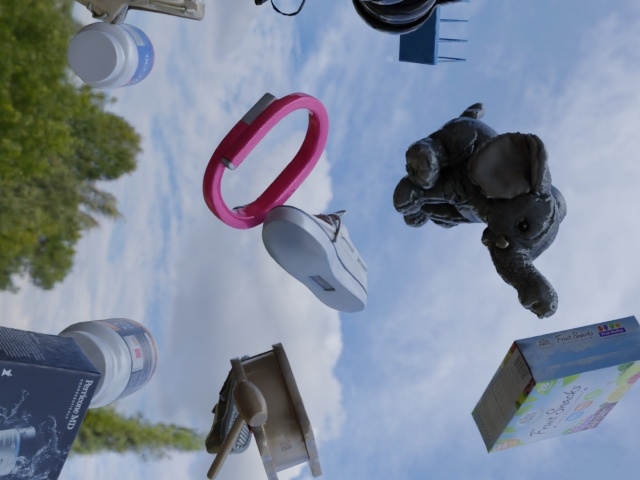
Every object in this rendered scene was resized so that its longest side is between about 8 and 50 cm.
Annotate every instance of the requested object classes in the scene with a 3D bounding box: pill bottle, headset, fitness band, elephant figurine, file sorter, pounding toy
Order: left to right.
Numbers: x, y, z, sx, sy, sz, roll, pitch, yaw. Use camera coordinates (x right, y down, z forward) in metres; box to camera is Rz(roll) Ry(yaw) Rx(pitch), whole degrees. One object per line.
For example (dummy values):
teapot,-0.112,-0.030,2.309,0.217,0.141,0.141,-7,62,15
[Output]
pill bottle,-0.419,0.230,1.513,0.278,0.162,0.162,41,57,-84
pill bottle,-0.395,-0.347,1.502,0.221,0.124,0.124,-79,-173,-75
pounding toy,-0.098,0.247,1.115,0.269,0.155,0.154,82,-13,-49
fitness band,-0.095,-0.150,1.484,0.054,0.209,0.291,34,-103,33
headset,0.086,-0.397,1.094,0.395,0.243,0.185,-8,-95,16
file sorter,0.239,-0.449,1.633,0.118,0.105,0.170,27,-60,56
elephant figurine,0.224,-0.046,0.964,0.239,0.169,0.185,25,-66,33

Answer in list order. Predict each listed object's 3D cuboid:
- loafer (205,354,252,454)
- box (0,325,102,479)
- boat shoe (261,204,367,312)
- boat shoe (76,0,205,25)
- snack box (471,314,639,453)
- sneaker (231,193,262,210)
loafer,-0.173,0.321,1.564,0.087,0.094,0.251,-29,-160,24
box,-0.338,0.176,0.827,0.093,0.158,0.155,30,-82,46
boat shoe,0.008,0.000,1.619,0.136,0.367,0.156,-6,-123,30
boat shoe,-0.337,-0.398,1.288,0.109,0.303,0.098,-130,-141,-73
snack box,0.311,0.192,1.046,0.207,0.175,0.070,101,-24,-50
sneaker,-0.133,-0.077,1.766,0.089,0.170,0.051,-39,-97,15
